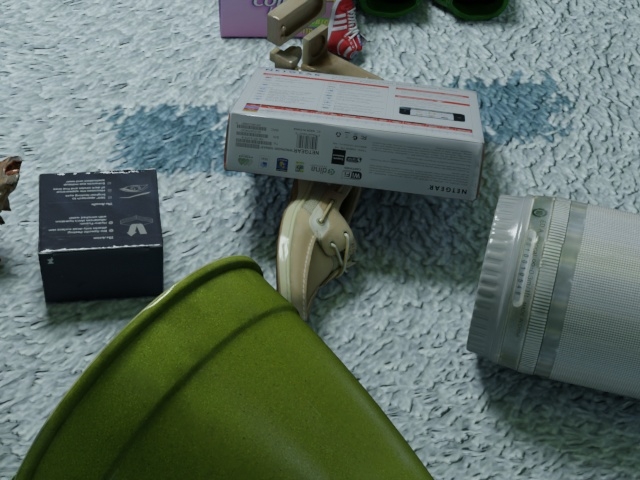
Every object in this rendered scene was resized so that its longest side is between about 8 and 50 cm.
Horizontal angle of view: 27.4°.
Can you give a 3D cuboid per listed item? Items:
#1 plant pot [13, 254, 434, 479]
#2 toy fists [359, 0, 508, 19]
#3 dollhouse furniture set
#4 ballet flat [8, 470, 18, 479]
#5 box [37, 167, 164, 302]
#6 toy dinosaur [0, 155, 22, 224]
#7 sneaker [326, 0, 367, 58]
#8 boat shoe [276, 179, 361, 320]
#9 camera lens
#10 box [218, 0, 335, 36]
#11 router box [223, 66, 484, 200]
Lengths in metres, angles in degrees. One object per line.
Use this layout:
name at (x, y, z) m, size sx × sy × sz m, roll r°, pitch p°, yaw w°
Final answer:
plant pot at (-0.053, 0.266, 1.295) m, size 0.353 × 0.366 × 0.366 m, roll 38°, pitch 52°, yaw 15°
toy fists at (0.181, -0.443, 2.219) m, size 0.279 × 0.096 × 0.142 m, roll 0°, pitch 53°, yaw -7°
dollhouse furniture set at (0.010, -0.290, 1.998) m, size 0.123 × 0.151 × 0.144 m, roll 30°, pitch 51°, yaw 24°
ballet flat at (-0.273, 0.246, 1.467) m, size 0.070 × 0.070 × 0.188 m, roll 32°, pitch 49°, yaw 26°
box at (-0.286, -0.008, 1.715) m, size 0.155 × 0.093 × 0.158 m, roll -3°, pitch 43°, yaw -8°
toy dinosaur at (-0.516, 0.001, 1.668) m, size 0.295 × 0.127 × 0.200 m, roll -8°, pitch 45°, yaw -7°
sneaker at (0.047, -0.344, 2.085) m, size 0.067 × 0.118 × 0.042 m, roll 31°, pitch 40°, yaw 16°
boat shoe at (0.000, 0.000, 1.724) m, size 0.098 × 0.109 × 0.302 m, roll 7°, pitch 38°, yaw 4°
camera lens at (0.331, 0.068, 1.593) m, size 0.274 × 0.219 × 0.219 m, roll 13°, pitch 44°, yaw 8°
box at (-0.064, -0.453, 2.190) m, size 0.213 × 0.117 × 0.243 m, roll -1°, pitch 43°, yaw -6°
router box at (0.055, -0.156, 1.828) m, size 0.335 × 0.082 × 0.301 m, roll 7°, pitch 19°, yaw 3°
